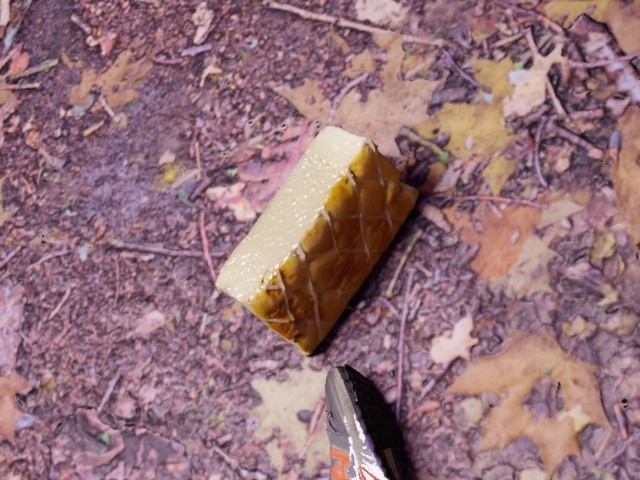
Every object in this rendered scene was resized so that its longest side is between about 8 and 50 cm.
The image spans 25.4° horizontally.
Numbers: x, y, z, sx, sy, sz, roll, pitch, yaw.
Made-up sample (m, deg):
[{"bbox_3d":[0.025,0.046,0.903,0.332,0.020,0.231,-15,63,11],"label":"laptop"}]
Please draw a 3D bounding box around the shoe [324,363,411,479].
[{"bbox_3d":[0.031,0.198,1.209,0.077,0.074,0.194,-32,59,17],"label":"shoe"}]

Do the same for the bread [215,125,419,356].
[{"bbox_3d":[0.001,-0.001,1.280,0.068,0.125,0.188,32,84,36],"label":"bread"}]
